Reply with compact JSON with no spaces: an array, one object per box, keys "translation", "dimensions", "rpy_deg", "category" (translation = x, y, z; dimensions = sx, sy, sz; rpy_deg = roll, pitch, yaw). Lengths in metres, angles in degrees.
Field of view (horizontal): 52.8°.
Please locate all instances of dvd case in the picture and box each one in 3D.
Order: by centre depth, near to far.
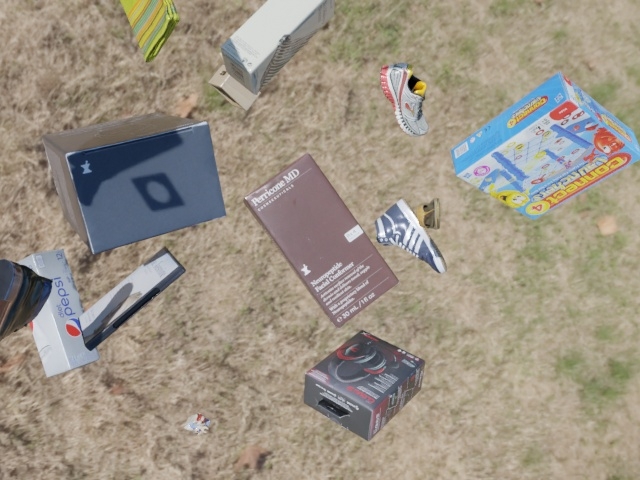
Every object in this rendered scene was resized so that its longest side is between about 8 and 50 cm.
[{"translation":[-0.412,0.119,1.397],"dimensions":[0.253,0.180,0.022],"rpy_deg":[-41,115,-11],"category":"dvd case"}]

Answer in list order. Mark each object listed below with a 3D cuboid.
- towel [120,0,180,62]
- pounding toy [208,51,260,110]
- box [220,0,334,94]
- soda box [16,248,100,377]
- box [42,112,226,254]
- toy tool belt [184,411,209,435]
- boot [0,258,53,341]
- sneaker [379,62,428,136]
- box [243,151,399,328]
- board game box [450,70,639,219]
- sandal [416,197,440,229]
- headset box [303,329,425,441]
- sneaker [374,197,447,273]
[{"translation":[-0.282,-0.392,0.965],"dimensions":[0.021,0.102,0.237],"rpy_deg":[-13,72,-46],"category":"towel"},{"translation":[-0.261,-0.477,1.929],"dimensions":[0.130,0.141,0.100],"rpy_deg":[41,86,-34],"category":"pounding toy"},{"translation":[-0.090,-0.461,1.420],"dimensions":[0.094,0.113,0.275],"rpy_deg":[41,80,9],"category":"box"},{"translation":[-0.634,0.172,1.542],"dimensions":[0.091,0.098,0.287],"rpy_deg":[-16,87,-59],"category":"soda box"},{"translation":[-0.429,-0.150,1.454],"dimensions":[0.293,0.395,0.212],"rpy_deg":[-18,111,-24],"category":"box"},{"translation":[-0.294,0.451,1.586],"dimensions":[0.051,0.083,0.052],"rpy_deg":[40,49,-18],"category":"toy tool belt"},{"translation":[-0.526,0.145,1.077],"dimensions":[0.219,0.082,0.106],"rpy_deg":[-66,155,-4],"category":"boot"},{"translation":[0.229,-0.350,1.625],"dimensions":[0.225,0.092,0.088],"rpy_deg":[52,40,-43],"category":"sneaker"},{"translation":[0.000,0.000,1.549],"dimensions":[0.191,0.143,0.381],"rpy_deg":[-37,93,-6],"category":"box"},{"translation":[0.522,-0.203,1.502],"dimensions":[0.301,0.308,0.086],"rpy_deg":[22,49,-32],"category":"board game box"},{"translation":[0.245,-0.060,1.510],"dimensions":[0.048,0.180,0.072],"rpy_deg":[-5,92,-6],"category":"sandal"},{"translation":[0.110,0.384,1.717],"dimensions":[0.293,0.218,0.110],"rpy_deg":[-28,131,-45],"category":"headset box"},{"translation":[0.284,0.015,2.099],"dimensions":[0.282,0.153,0.099],"rpy_deg":[60,10,18],"category":"sneaker"}]
